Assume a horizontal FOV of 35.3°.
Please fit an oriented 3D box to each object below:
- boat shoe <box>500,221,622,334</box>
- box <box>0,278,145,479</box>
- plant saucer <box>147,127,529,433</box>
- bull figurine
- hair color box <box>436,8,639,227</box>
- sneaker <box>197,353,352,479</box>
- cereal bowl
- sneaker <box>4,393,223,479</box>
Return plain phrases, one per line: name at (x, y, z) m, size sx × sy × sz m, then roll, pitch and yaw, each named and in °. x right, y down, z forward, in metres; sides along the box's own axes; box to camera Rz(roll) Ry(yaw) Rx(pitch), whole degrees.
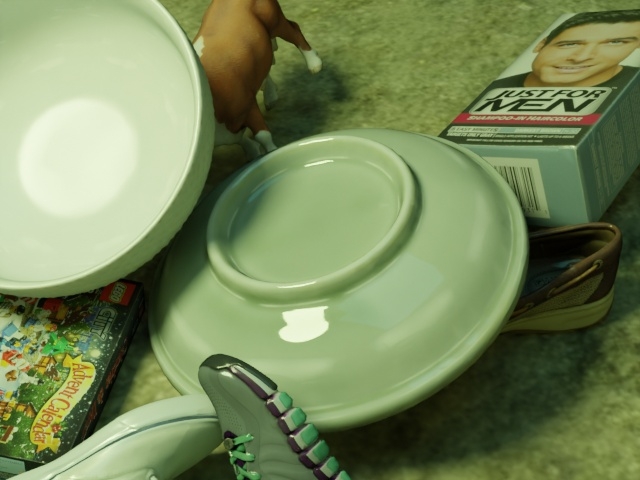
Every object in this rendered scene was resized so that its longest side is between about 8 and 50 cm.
boat shoe at (0.161, 0.041, 1.050) m, size 0.342 × 0.123 × 0.123 m, roll -7°, pitch 45°, yaw -13°
box at (-0.282, 0.121, 0.977) m, size 0.159 × 0.044 × 0.233 m, roll 10°, pitch 44°, yaw 5°
plant saucer at (0.000, 0.000, 1.003) m, size 0.401 × 0.100 × 0.400 m, roll -12°, pitch 43°, yaw 12°
bull figurine at (-0.106, -0.188, 1.208) m, size 0.101 × 0.188 × 0.310 m, roll -9°, pitch 47°, yaw 38°
hair color box at (0.314, -0.162, 1.243) m, size 0.185 × 0.113 × 0.374 m, roll 6°, pitch 36°, yaw 38°
sneaker at (-0.041, 0.200, 0.842) m, size 0.223 × 0.083 × 0.098 m, roll 49°, pitch 61°, yaw -1°
cereal bowl at (-0.262, -0.101, 1.026) m, size 0.339 × 0.141 × 0.338 m, roll -2°, pitch 77°, yaw 10°
sneaker at (-0.183, 0.223, 0.854) m, size 0.258 × 0.094 × 0.091 m, roll -27°, pitch 53°, yaw -17°
